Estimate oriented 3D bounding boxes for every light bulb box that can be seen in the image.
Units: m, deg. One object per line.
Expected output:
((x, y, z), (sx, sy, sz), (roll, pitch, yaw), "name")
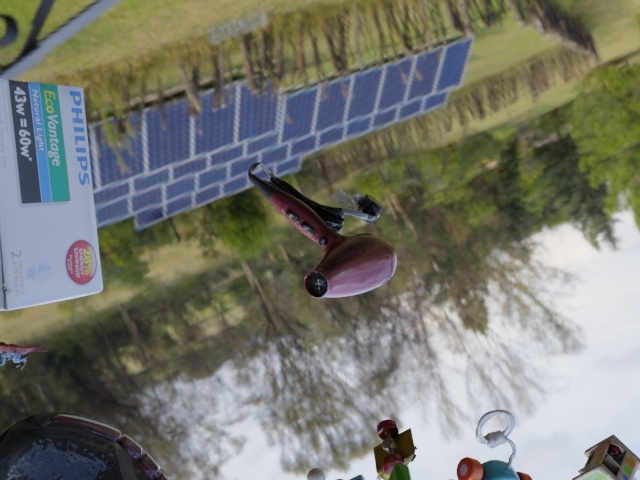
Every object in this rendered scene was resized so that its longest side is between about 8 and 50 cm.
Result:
((-0.584, -0.068, 1.416), (0.360, 0.358, 0.225), (-4, -177, 26), "light bulb box")

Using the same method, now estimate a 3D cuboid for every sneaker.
((-0.124, 0.246, 0.638), (0.106, 0.281, 0.162), (-46, -158, -10), "sneaker")

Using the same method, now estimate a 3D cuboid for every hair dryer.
((0.000, 0.000, 1.204), (0.223, 0.080, 0.294), (14, -154, -15), "hair dryer")

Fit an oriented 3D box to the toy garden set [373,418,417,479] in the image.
((0.081, 0.360, 1.028), (0.049, 0.244, 0.204), (9, -149, -9), "toy garden set")

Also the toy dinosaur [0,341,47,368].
((-0.461, 0.156, 1.259), (0.090, 0.047, 0.082), (-34, 153, -18), "toy dinosaur")

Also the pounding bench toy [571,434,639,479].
((0.336, 0.283, 1.031), (0.065, 0.052, 0.083), (-43, 175, -46), "pounding bench toy")

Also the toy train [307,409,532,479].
((0.069, 0.185, 0.579), (0.166, 0.125, 0.046), (-24, -146, 1), "toy train")
